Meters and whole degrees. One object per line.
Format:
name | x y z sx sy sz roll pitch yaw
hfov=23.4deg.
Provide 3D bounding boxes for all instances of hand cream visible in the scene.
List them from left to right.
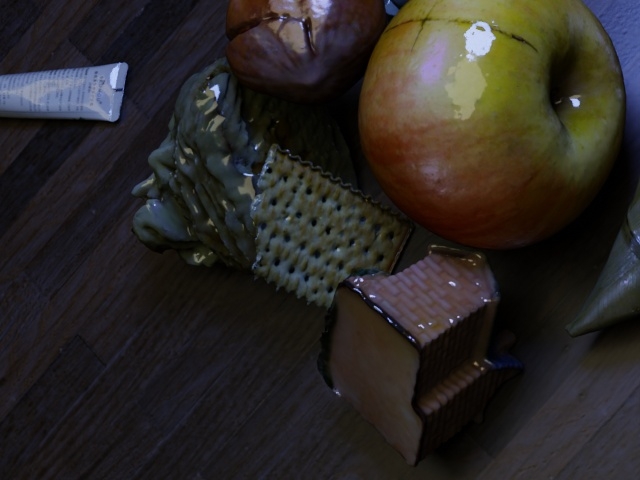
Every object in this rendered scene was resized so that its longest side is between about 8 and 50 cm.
hand cream | -0.355 -0.188 1.982 0.234 0.050 0.080 1 75 21

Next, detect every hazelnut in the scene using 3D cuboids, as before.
hazelnut | -0.012 -0.221 1.653 0.182 0.182 0.182 -8 72 24

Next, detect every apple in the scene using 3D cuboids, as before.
apple | 0.170 -0.135 1.576 0.233 0.286 0.286 -2 73 49

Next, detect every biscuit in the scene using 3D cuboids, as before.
biscuit | 0.001 0.000 1.675 0.016 0.203 0.144 20 85 59

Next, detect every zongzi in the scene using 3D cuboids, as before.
zongzi | 0.341 -0.055 1.560 0.274 0.125 0.250 -23 67 24

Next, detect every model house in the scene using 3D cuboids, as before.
model house | 0.115 0.096 1.599 0.172 0.183 0.166 -28 54 -27

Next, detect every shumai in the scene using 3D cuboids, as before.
shumai | -0.099 -0.068 1.765 0.218 0.189 0.255 -24 89 37

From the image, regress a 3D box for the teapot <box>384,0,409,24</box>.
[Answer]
teapot | 0.005 -0.316 1.783 0.239 0.149 0.162 30 88 30
